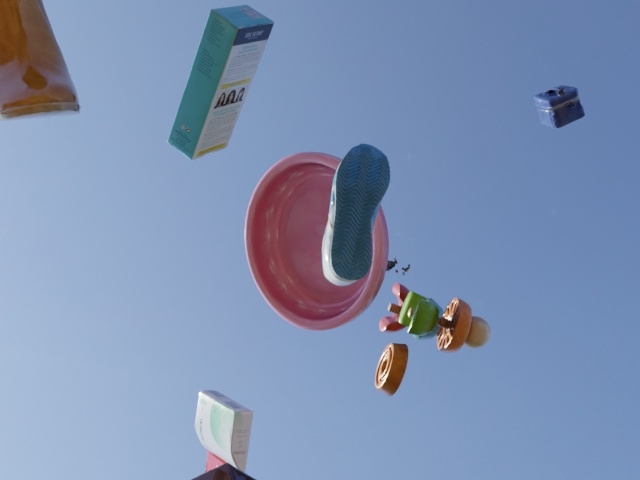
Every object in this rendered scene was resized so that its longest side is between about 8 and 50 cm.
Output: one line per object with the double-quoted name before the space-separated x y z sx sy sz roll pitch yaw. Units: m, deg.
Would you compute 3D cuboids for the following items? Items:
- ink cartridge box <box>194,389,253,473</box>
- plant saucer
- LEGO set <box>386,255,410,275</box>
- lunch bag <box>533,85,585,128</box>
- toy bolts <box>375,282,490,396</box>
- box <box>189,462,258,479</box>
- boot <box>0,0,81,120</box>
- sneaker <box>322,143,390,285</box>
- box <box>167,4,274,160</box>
"ink cartridge box" -0.226 0.465 1.730 0.056 0.181 0.224 10 -90 -35
"plant saucer" 0.000 0.000 1.457 0.084 0.332 0.332 -7 -38 -51
"LEGO set" 0.154 0.059 1.682 0.054 0.083 0.023 -32 -44 -24
"lunch bag" 0.443 -0.254 1.445 0.067 0.098 0.065 -25 -74 -1
"toy bolts" 0.207 0.193 1.477 0.159 0.228 0.218 19 -80 -8
"box" -0.067 0.485 1.114 0.143 0.191 0.381 -30 -44 16
"boot" -0.341 -0.244 0.855 0.104 0.295 0.211 -8 -73 -28
"sneaker" 0.046 -0.042 1.199 0.087 0.228 0.092 17 -18 -10
"box" -0.164 -0.253 1.254 0.060 0.100 0.244 36 -57 15
